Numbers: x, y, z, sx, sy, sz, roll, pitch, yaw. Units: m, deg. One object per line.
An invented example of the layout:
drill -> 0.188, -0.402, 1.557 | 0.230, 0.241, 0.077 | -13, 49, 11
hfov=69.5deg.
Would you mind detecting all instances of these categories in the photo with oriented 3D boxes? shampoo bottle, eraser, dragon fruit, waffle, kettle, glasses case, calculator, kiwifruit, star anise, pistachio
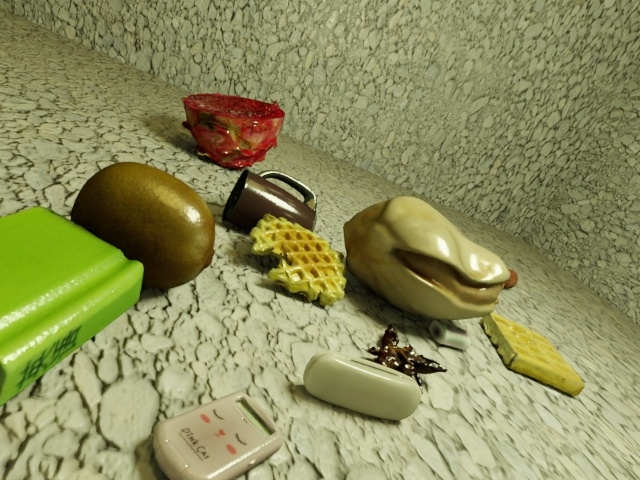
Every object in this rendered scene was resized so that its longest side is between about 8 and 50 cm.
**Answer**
shampoo bottle -> 0.330, 0.239, 1.159 | 0.099, 0.043, 0.072 | 20, 17, -23
eraser -> -0.379, 0.064, 0.586 | 0.210, 0.092, 0.274 | 29, 20, 3
dragon fruit -> -0.321, -0.399, 1.686 | 0.371, 0.249, 0.386 | -7, 31, -33
waffle -> -0.048, 0.035, 1.084 | 0.261, 0.056, 0.250 | 27, 31, -13
waffle -> 0.587, 0.310, 1.300 | 0.221, 0.055, 0.248 | 24, 18, -8
kettle -> -0.122, -0.092, 1.243 | 0.232, 0.144, 0.202 | 26, 56, -23
glasses case -> 0.000, 0.000, 1.384 | 0.032, 0.021, 0.083 | 12, 23, -44
shampoo bottle -> 0.701, 0.142, 1.876 | 0.244, 0.085, 0.085 | 11, 24, -35
calculator -> -0.119, 0.239, 0.559 | 0.100, 0.032, 0.175 | 36, 20, 27
glasses case -> 0.070, 0.237, 0.750 | 0.204, 0.081, 0.051 | 24, 17, -16
kiwifruit -> -0.287, -0.020, 0.776 | 0.234, 0.196, 0.196 | 33, 18, -5
star anise -> 0.168, 0.240, 0.918 | 0.157, 0.053, 0.212 | 32, 17, 19
pistachio -> 0.264, 0.050, 1.187 | 0.445, 0.281, 0.365 | 21, 7, -1
